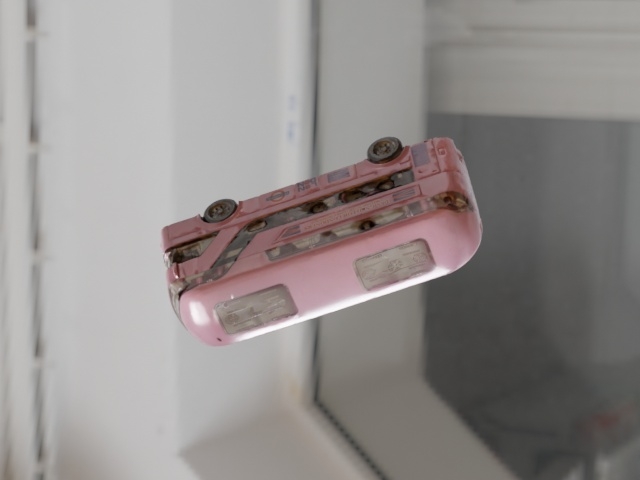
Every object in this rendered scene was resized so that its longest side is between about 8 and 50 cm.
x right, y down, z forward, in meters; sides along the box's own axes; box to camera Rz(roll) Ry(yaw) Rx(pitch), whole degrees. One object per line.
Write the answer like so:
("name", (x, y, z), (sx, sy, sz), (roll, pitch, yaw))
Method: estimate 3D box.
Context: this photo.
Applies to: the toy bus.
("toy bus", (0.000, 0.000, 1.224), (0.090, 0.203, 0.063), (-99, -12, -49))
